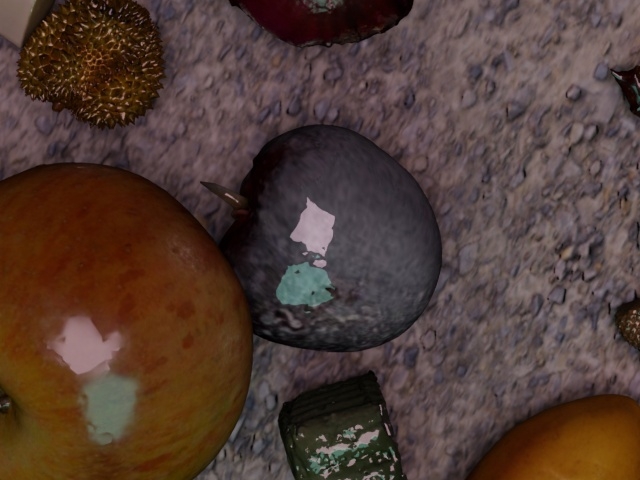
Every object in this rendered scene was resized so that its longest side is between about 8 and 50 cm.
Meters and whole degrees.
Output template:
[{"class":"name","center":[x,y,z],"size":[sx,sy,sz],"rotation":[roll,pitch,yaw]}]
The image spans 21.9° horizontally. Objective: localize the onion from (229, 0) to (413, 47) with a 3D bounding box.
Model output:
[{"class":"onion","center":[-0.013,-0.311,1.821],"size":[0.206,0.216,0.207],"rotation":[-16,105,2]}]

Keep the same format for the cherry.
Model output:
[{"class":"cherry","center":[0.000,0.000,1.858],"size":[0.296,0.218,0.255],"rotation":[23,92,-19]}]

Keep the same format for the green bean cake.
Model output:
[{"class":"green bean cake","center":[0.043,0.292,1.882],"size":[0.132,0.241,0.255],"rotation":[-16,98,-3]}]

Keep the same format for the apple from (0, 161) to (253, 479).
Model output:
[{"class":"apple","center":[-0.277,0.113,1.764],"size":[0.333,0.400,0.400],"rotation":[-23,100,-37]}]

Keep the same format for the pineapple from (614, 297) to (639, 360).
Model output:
[{"class":"pineapple","center":[0.397,0.131,1.973],"size":[0.058,0.058,0.124],"rotation":[-28,98,1]}]

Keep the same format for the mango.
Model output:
[{"class":"mango","center":[0.264,0.328,1.930],"size":[0.199,0.201,0.350],"rotation":[34,90,-47]}]

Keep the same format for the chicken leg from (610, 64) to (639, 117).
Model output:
[{"class":"chicken leg","center":[0.453,-0.164,1.933],"size":[0.233,0.063,0.105],"rotation":[-4,103,-3]}]

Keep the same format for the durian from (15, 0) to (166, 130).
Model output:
[{"class":"durian","center":[-0.249,-0.201,1.861],"size":[0.168,0.137,0.158],"rotation":[-51,124,-9]}]

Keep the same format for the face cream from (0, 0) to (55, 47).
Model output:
[{"class":"face cream","center":[-0.433,-0.382,1.849],"size":[0.348,0.081,0.173],"rotation":[33,98,-7]}]
